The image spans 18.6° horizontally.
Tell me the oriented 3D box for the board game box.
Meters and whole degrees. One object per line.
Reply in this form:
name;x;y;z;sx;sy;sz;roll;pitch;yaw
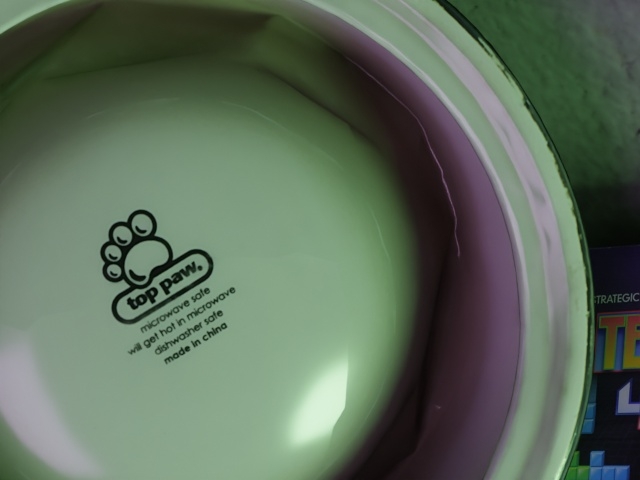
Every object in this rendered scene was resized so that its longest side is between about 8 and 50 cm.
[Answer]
board game box;0.193;0.072;0.996;0.170;0.141;0.048;-6;163;37

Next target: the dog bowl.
dog bowl;-0.076;0.038;0.994;0.408;0.408;0.150;47;178;-10
